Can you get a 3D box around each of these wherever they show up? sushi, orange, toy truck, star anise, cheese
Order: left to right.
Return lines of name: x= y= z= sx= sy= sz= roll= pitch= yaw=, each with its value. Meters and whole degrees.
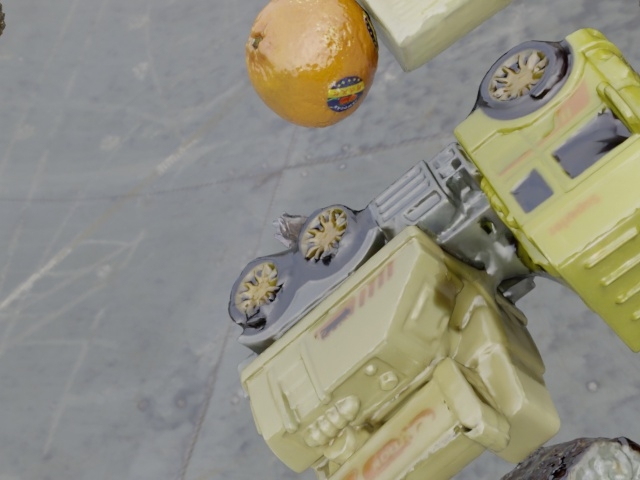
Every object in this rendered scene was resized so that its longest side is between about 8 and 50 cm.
orange: x=-0.011 y=-0.229 z=0.966 sx=0.155 sy=0.177 sz=0.177 roll=-20 pitch=36 yaw=-20
star anise: x=0.000 y=0.000 z=1.419 sx=0.195 sy=0.182 sz=0.065 roll=148 pitch=140 yaw=-80
cheese: x=0.148 y=-0.383 z=0.959 sx=0.265 sy=0.124 sz=0.242 roll=-35 pitch=81 yaw=4
toy truck: x=0.115 y=0.044 z=0.602 sx=0.405 sy=0.181 sz=0.254 roll=-40 pitch=39 yaw=15
sushi: x=0.507 y=0.523 z=1.462 sx=0.299 sy=0.294 sz=0.281 roll=-22 pitch=76 yaw=-20

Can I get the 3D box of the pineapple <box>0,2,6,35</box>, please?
pineapple: x=-0.426 y=-0.319 z=0.926 sx=0.074 sy=0.159 sz=0.074 roll=4 pitch=47 yaw=-4
